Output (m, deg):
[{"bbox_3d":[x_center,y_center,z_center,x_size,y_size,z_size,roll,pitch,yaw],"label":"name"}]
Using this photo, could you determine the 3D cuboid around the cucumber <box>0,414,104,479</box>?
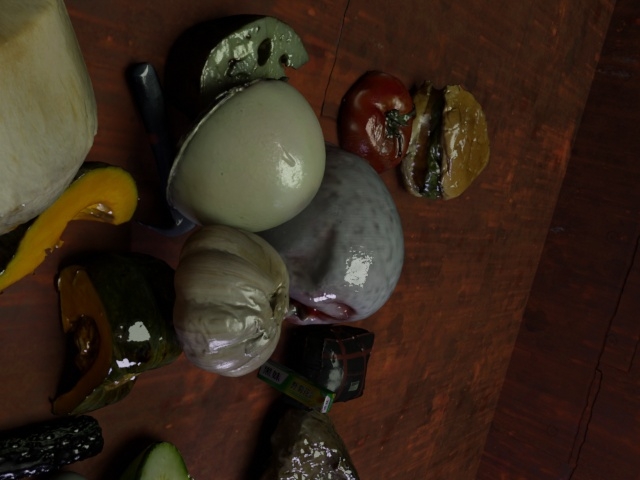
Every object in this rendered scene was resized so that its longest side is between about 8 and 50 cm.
[{"bbox_3d":[-0.448,0.311,0.989,0.300,0.072,0.072,0,106,-53],"label":"cucumber"}]

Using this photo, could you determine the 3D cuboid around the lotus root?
[{"bbox_3d":[-0.136,-0.278,1.081,0.235,0.119,0.138,-39,135,-35],"label":"lotus root"}]

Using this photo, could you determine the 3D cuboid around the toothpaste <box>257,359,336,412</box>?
[{"bbox_3d":[-0.051,0.300,1.428,0.037,0.178,0.043,15,95,-56],"label":"toothpaste"}]

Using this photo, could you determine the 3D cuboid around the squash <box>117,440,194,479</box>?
[{"bbox_3d":[-0.282,0.523,1.202,0.309,0.210,0.233,-65,159,1],"label":"squash"}]

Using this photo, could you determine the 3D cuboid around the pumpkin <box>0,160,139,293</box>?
[{"bbox_3d":[-0.350,-0.056,0.853,0.254,0.130,0.149,-39,159,-50],"label":"pumpkin"}]

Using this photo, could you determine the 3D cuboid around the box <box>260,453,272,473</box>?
[{"bbox_3d":[-0.101,0.514,1.603,0.082,0.023,0.051,-45,139,-31],"label":"box"}]

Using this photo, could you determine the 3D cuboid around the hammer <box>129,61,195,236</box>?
[{"bbox_3d":[-0.249,-0.134,1.068,0.137,0.037,0.290,-41,136,-38],"label":"hammer"}]

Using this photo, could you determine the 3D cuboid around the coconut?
[{"bbox_3d":[-0.375,-0.165,0.674,0.329,0.329,0.329,-29,128,-44],"label":"coconut"}]

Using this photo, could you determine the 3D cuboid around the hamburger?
[{"bbox_3d":[0.292,-0.200,1.670,0.209,0.162,0.330,-58,148,-19],"label":"hamburger"}]

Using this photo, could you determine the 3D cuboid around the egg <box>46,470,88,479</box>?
[{"bbox_3d":[-0.402,0.427,1.075,0.103,0.103,0.135,15,92,-55],"label":"egg"}]

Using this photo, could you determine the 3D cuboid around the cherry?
[{"bbox_3d":[0.006,-0.001,1.237,0.291,0.326,0.335,21,94,-22],"label":"cherry"}]

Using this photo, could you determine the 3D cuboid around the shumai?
[{"bbox_3d":[-0.062,0.544,1.556,0.283,0.217,0.346,-29,124,-3],"label":"shumai"}]

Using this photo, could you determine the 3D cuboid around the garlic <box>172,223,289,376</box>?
[{"bbox_3d":[-0.121,0.087,0.990,0.228,0.152,0.228,-4,90,-79],"label":"garlic"}]

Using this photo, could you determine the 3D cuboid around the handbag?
[{"bbox_3d":[0.020,0.273,1.534,0.215,0.155,0.169,2,96,-53],"label":"handbag"}]

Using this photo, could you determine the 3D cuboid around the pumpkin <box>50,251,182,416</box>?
[{"bbox_3d":[-0.329,0.135,1.053,0.280,0.190,0.139,-38,163,34],"label":"pumpkin"}]

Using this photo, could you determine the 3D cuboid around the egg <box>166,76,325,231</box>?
[{"bbox_3d":[-0.089,-0.097,1.057,0.264,0.174,0.286,-42,169,-18],"label":"egg"}]

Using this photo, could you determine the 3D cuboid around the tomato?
[{"bbox_3d":[0.136,-0.247,1.488,0.228,0.101,0.228,-24,122,-44],"label":"tomato"}]
